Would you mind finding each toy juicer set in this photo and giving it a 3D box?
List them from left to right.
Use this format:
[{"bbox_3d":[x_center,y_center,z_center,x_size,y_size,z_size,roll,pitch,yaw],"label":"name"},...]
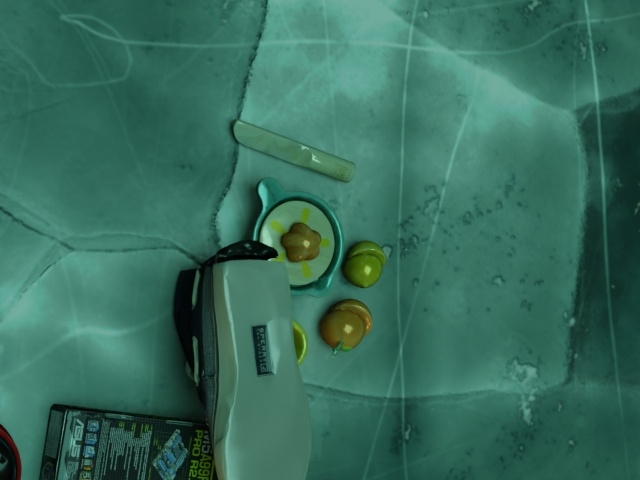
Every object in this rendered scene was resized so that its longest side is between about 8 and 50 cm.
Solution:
[{"bbox_3d":[0.000,0.000,1.861,0.209,0.089,0.329,-4,91,-29],"label":"toy juicer set"}]

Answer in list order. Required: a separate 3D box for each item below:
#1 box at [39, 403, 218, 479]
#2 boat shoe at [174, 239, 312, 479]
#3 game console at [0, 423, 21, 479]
[{"bbox_3d":[-0.240,0.346,1.740,0.216,0.060,0.270,10,85,-29],"label":"box"},{"bbox_3d":[-0.103,0.176,1.756,0.127,0.158,0.340,2,83,-29],"label":"boat shoe"},{"bbox_3d":[-0.552,0.315,1.577,0.386,0.060,0.342,25,84,-26],"label":"game console"}]
